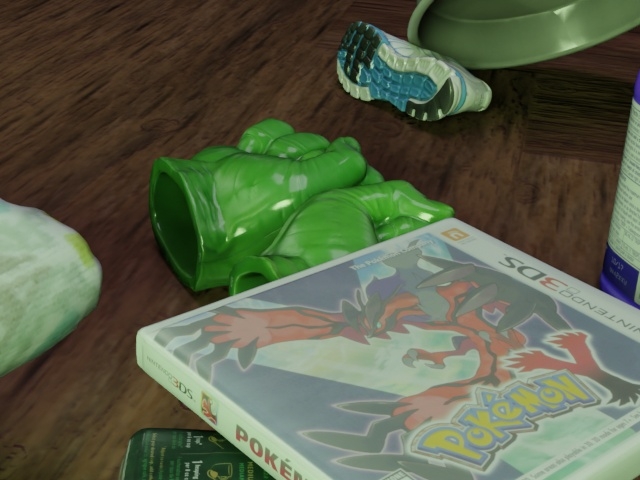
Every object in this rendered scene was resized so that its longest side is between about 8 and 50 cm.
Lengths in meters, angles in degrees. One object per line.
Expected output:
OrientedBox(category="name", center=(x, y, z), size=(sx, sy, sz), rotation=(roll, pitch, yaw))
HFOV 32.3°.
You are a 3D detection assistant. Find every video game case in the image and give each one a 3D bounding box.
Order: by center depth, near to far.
OrientedBox(category="video game case", center=(0.054, 0.054, 0.477), size=(0.201, 0.023, 0.183), rotation=(-20, 35, -37))

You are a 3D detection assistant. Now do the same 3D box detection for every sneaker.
OrientedBox(category="sneaker", center=(0.090, -0.159, 1.077), size=(0.083, 0.071, 0.191), rotation=(-1, 26, -38))

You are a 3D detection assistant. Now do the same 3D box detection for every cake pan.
OrientedBox(category="cake pan", center=(0.223, -0.253, 1.075), size=(0.293, 0.054, 0.293), rotation=(-11, -15, -3))

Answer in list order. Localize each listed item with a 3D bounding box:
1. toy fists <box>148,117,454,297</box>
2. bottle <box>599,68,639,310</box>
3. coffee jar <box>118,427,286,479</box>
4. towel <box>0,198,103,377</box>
OrientedBox(category="toy fists", center=(0.000, 0.000, 0.688), size=(0.142, 0.096, 0.279), rotation=(-8, 27, -26))
OrientedBox(category="bottle", center=(0.234, -0.065, 0.636), size=(0.092, 0.283, 0.118), rotation=(-8, 27, -22))
OrientedBox(category="coffee jar", center=(0.011, 0.125, 0.448), size=(0.184, 0.079, 0.096), rotation=(1, 26, -3))
OrientedBox(category="towel", center=(-0.331, 0.038, 0.437), size=(0.374, 0.090, 0.320), rotation=(10, 28, 27))
